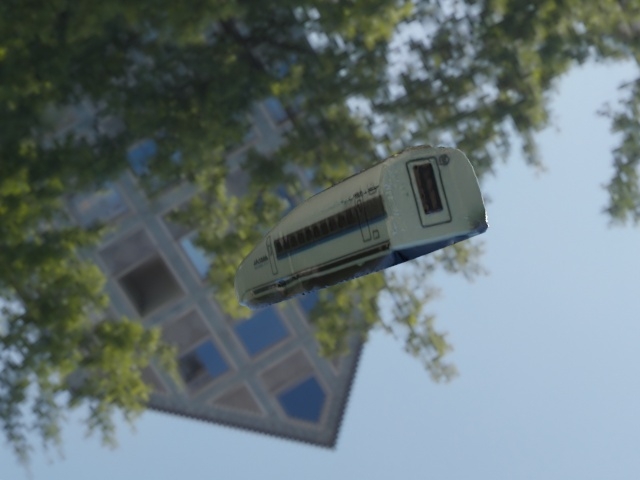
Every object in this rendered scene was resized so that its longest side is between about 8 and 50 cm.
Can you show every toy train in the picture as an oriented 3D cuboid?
[{"bbox_3d":[0.000,0.001,0.703,0.055,0.048,0.252,-17,178,-25],"label":"toy train"}]
